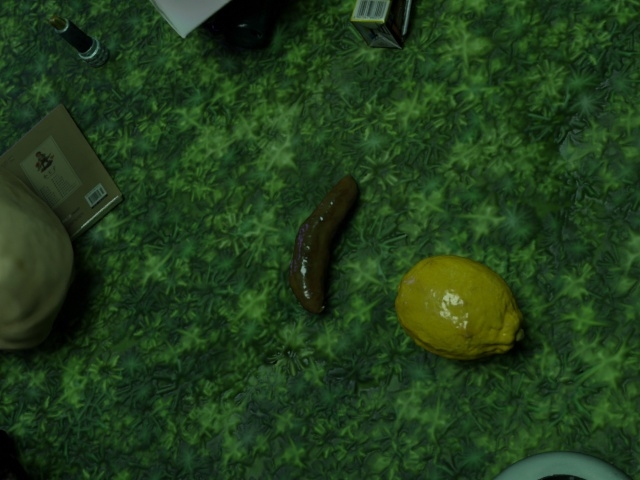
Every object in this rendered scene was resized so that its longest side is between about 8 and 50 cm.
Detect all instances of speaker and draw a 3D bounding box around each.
[{"bbox_3d":[-0.110,-0.297,1.831,0.094,0.060,0.075,2,68,27],"label":"speaker"}]

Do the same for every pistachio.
[{"bbox_3d":[-0.435,0.011,1.779,0.214,0.193,0.318,-20,48,-12],"label":"pistachio"}]

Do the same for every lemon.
[{"bbox_3d":[0.152,0.075,1.507,0.155,0.114,0.114,21,78,30],"label":"lemon"}]

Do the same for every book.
[{"bbox_3d":[-0.362,-0.081,1.883,0.138,0.016,0.199,-40,57,5],"label":"book"}]

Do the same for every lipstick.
[{"bbox_3d":[-0.338,-0.281,1.901,0.037,0.116,0.037,-11,63,23],"label":"lipstick"}]

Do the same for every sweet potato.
[{"bbox_3d":[-0.001,-0.001,1.654,0.054,0.053,0.182,-20,48,63],"label":"sweet potato"}]

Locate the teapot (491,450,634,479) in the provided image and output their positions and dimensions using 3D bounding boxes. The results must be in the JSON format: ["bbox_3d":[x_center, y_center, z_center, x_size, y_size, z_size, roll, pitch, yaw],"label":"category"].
[{"bbox_3d":[0.238,0.296,1.341,0.294,0.129,0.193,-1,60,12],"label":"teapot"}]

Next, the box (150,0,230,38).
[{"bbox_3d":[-0.114,-0.393,1.793,0.251,0.106,0.203,-36,20,6],"label":"box"}]

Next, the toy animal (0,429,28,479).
[{"bbox_3d":[-0.483,0.269,1.667,0.344,0.194,0.303,27,78,10],"label":"toy animal"}]

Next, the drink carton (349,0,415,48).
[{"bbox_3d":[0.093,-0.332,1.742,0.056,0.071,0.166,9,73,25],"label":"drink carton"}]
